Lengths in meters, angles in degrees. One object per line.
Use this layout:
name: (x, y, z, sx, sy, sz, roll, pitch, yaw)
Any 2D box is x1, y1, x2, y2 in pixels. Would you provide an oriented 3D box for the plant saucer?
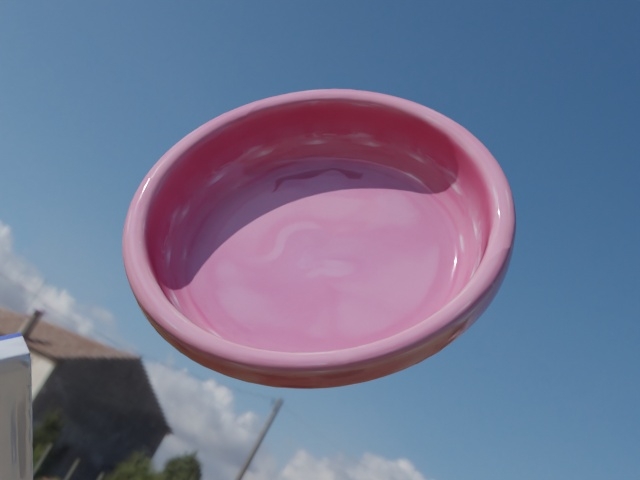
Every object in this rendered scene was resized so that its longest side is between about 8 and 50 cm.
plant saucer: (0.000, 0.000, 0.830, 0.332, 0.332, 0.084, 21, -37, 25)

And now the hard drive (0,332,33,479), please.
hard drive: (-0.401, 0.195, 0.783, 0.040, 0.319, 0.210, 50, -40, 42)
